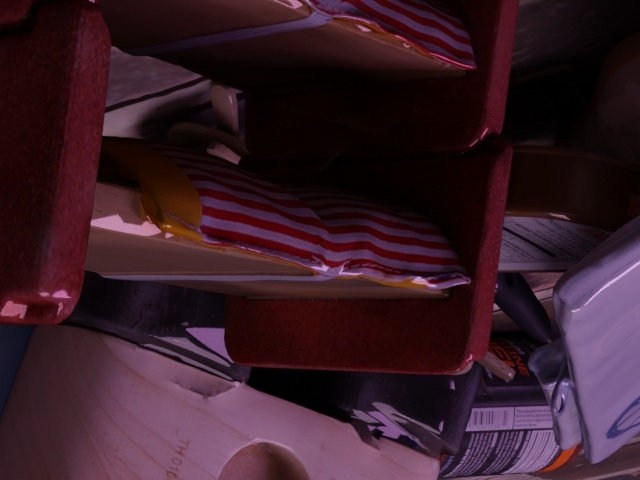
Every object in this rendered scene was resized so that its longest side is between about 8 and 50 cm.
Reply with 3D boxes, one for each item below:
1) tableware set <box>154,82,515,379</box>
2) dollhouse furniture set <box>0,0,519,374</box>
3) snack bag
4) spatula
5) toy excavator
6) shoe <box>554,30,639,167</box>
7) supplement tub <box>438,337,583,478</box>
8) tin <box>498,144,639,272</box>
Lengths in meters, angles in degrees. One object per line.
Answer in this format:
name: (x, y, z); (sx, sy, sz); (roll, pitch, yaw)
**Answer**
tableware set: (0.000, 0.000, 0.776); (0.194, 0.039, 0.128); (37, 161, -25)
dollhouse furniture set: (-0.141, -0.041, 0.578); (0.374, 0.152, 0.201); (-1, 172, 37)
snack bag: (0.233, -0.020, 0.777); (0.323, 0.037, 0.342); (-35, 160, 0)
spatula: (0.170, 0.064, 1.152); (0.030, 0.084, 0.296); (-15, 156, 26)
toy excavator: (-0.072, 0.157, 1.064); (0.433, 0.222, 0.445); (23, 169, -29)
shoe: (0.160, -0.037, 0.828); (0.077, 0.058, 0.219); (-11, 163, 1)
supplement tub: (0.133, 0.125, 1.255); (0.198, 0.106, 0.106); (2, 159, -35)
tin: (0.078, -0.013, 0.810); (0.190, 0.040, 0.106); (-1, 167, 38)
